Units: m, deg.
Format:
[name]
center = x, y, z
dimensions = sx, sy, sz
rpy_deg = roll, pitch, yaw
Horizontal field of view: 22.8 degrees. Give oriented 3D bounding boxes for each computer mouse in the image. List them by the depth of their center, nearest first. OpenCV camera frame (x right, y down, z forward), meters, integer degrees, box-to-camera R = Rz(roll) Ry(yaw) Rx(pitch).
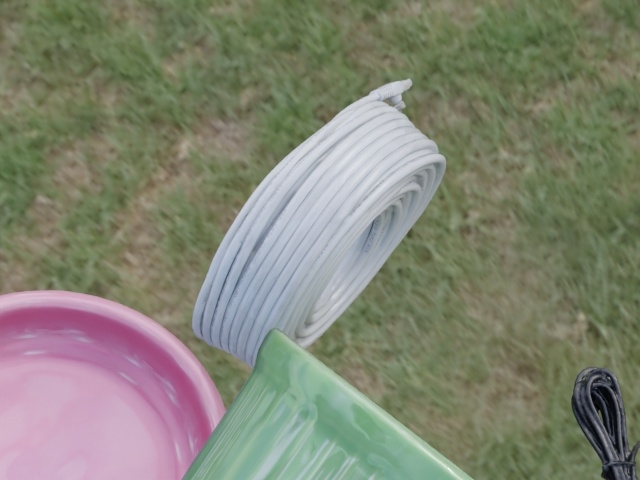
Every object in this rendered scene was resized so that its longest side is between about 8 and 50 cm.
[computer mouse]
center = 0.331, 0.175, 1.231
dimensions = 0.262, 0.060, 0.184
rpy_deg = 1, 65, -22

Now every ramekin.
[ramekin]
center = 0.039, 0.214, 1.177
dimensions = 0.303, 0.303, 0.148
rpy_deg = 36, 87, 30

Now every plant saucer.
[plant saucer]
center = -0.250, 0.205, 1.473
dimensions = 0.332, 0.084, 0.332
rpy_deg = 7, 57, -11

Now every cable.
[cable]
center = 0.000, 0.000, 1.359
dimensions = 0.089, 0.257, 0.257
rpy_deg = 37, 121, 12
